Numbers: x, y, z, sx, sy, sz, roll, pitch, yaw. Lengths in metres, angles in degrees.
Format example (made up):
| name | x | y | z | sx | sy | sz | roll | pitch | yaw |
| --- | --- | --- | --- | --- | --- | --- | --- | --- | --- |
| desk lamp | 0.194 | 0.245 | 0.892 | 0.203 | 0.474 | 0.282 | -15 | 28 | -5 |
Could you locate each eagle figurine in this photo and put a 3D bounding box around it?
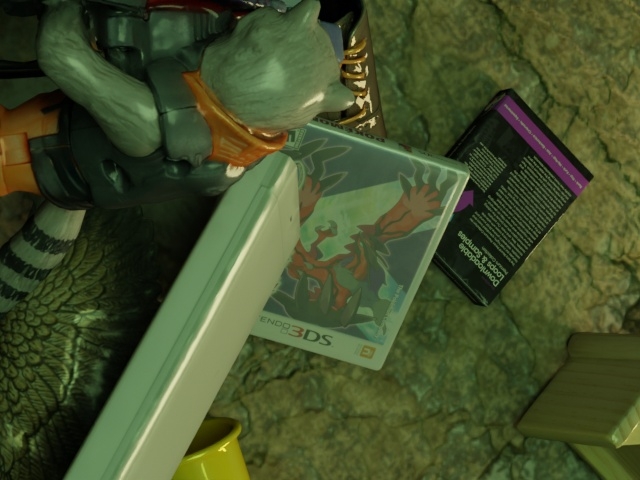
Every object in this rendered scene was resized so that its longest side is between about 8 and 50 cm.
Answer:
| name | x | y | z | sx | sy | sz | roll | pitch | yaw |
| --- | --- | --- | --- | --- | --- | --- | --- | --- | --- |
| eagle figurine | -0.259 | 0.101 | 1.202 | 0.225 | 0.226 | 0.298 | 22 | 114 | 10 |

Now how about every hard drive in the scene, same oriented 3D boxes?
| name | x | y | z | sx | sy | sz | roll | pitch | yaw |
| --- | --- | --- | --- | --- | --- | --- | --- | --- | --- |
| hard drive | -0.102 | 0.096 | 1.182 | 0.040 | 0.203 | 0.307 | 26 | 75 | 7 |

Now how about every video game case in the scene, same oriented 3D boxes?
| name | x | y | z | sx | sy | sz | roll | pitch | yaw |
| --- | --- | --- | --- | --- | --- | --- | --- | --- | --- |
| video game case | 0.000 | 0.000 | 1.341 | 0.183 | 0.023 | 0.201 | 17 | 116 | -13 |

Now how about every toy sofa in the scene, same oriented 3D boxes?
| name | x | y | z | sx | sy | sz | roll | pitch | yaw |
| --- | --- | --- | --- | --- | --- | --- | --- | --- | --- |
| toy sofa | 0.369 | 0.224 | 1.497 | 0.362 | 0.150 | 0.177 | 46 | 70 | -17 |

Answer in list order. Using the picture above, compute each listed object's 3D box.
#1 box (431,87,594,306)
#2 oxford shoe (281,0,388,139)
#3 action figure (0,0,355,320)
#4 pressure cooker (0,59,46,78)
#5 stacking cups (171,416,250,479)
| name | x | y | z | sx | sy | sz | roll | pitch | yaw |
| --- | --- | --- | --- | --- | --- | --- | --- | --- | --- |
| box | 0.154 | -0.038 | 1.467 | 0.116 | 0.029 | 0.162 | 45 | 74 | -16 |
| oxford shoe | -0.012 | -0.127 | 1.338 | 0.130 | 0.133 | 0.363 | -29 | 104 | -21 |
| action figure | -0.107 | -0.066 | 1.057 | 0.341 | 0.330 | 0.178 | -2 | 76 | -52 |
| pressure cooker | -0.218 | -0.320 | 1.113 | 0.370 | 0.375 | 0.420 | -3 | 97 | 21 |
| stacking cups | -0.068 | 0.309 | 1.359 | 0.096 | 0.096 | 0.316 | -20 | 102 | -21 |
